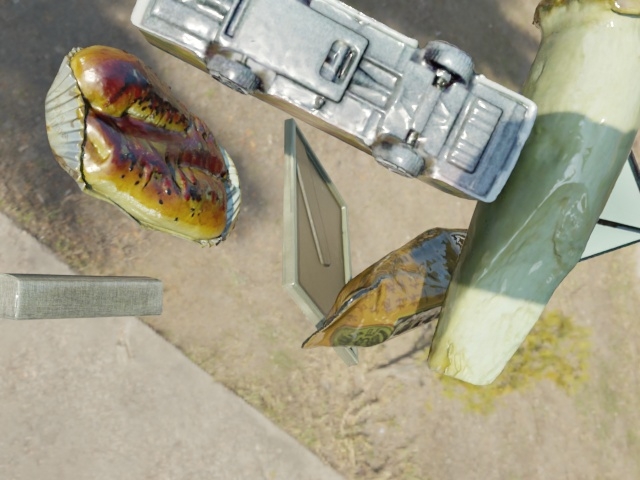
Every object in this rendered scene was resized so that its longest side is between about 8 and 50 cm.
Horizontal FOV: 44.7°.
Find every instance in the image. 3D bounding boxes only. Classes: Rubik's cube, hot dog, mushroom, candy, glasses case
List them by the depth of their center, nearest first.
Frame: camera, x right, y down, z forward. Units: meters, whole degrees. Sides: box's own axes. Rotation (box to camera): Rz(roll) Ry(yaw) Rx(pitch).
[{"bbox_3d":[0.171,-0.042,0.596,0.087,0.107,0.333,18,93,-20],"label":"mushroom"},{"bbox_3d":[-0.169,-0.090,0.804,0.270,0.081,0.163,35,49,-56],"label":"hot dog"},{"bbox_3d":[-0.268,0.060,0.856,0.205,0.070,0.047,5,87,-58],"label":"glasses case"},{"bbox_3d":[0.094,0.065,0.948,0.271,0.143,0.101,-20,67,-42],"label":"candy"},{"bbox_3d":[0.430,-0.121,1.388,0.250,0.246,0.248,51,29,-37],"label":"Rubik's cube"}]

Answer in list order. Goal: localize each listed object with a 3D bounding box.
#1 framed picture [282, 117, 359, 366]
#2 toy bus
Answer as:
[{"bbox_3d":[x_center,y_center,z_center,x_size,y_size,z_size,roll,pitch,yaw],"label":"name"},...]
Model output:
[{"bbox_3d":[0.000,0.000,1.190,0.240,0.020,0.324,54,26,-47],"label":"framed picture"},{"bbox_3d":[0.008,-0.115,0.538,0.268,0.106,0.092,26,91,-6],"label":"toy bus"}]
